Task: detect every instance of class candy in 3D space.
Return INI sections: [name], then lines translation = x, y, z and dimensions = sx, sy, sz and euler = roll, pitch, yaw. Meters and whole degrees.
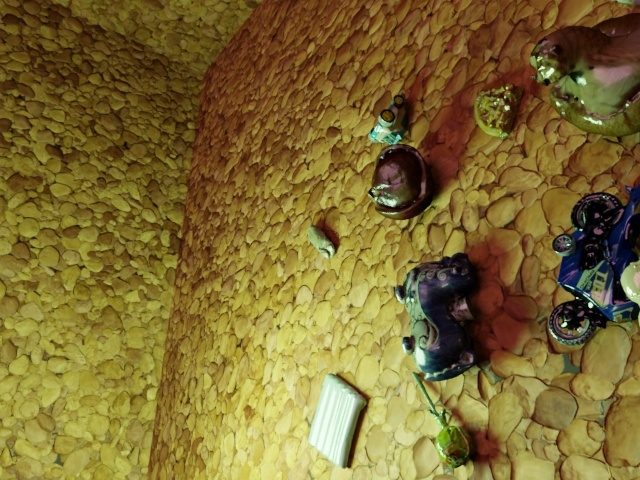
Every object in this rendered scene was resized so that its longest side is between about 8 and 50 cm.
[candy]
translation = 0.258, 0.383, 1.247
dimensions = 0.077, 0.073, 0.262
euler = -41, 31, 10

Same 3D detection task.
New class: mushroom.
[mushroom]
translation = 0.557, -0.328, 1.067
dimensions = 0.267, 0.255, 0.267
euler = -6, 78, 29

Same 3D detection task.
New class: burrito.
[burrito]
translation = -0.001, -0.001, 1.851
dimensions = 0.058, 0.045, 0.188
euler = -55, 32, 10

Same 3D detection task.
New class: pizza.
[pizza]
translation = 0.432, -0.334, 1.383
dimensions = 0.134, 0.046, 0.175
euler = -53, 35, 25

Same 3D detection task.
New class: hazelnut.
[hazelnut]
translation = 0.217, -0.149, 1.498
dimensions = 0.170, 0.161, 0.201
euler = -43, 35, 34

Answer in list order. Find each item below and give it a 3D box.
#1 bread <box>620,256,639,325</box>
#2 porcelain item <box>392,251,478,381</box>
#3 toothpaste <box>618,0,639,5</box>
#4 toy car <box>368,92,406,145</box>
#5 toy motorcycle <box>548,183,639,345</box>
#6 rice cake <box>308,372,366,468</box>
[bread]
translation = 0.583, 0.094, 0.841
dimensions = 0.251, 0.039, 0.181
euler = 33, 98, 33
[porcelain item]
translation = 0.280, 0.169, 1.274
dimensions = 0.186, 0.138, 0.287
euler = -26, 46, 26
[toothpaste]
translation = 0.665, -0.489, 1.136
dimensions = 0.048, 0.031, 0.190
euler = -59, 36, 11
[toy car]
translation = 0.223, -0.353, 1.692
dimensions = 0.161, 0.098, 0.126
euler = -51, -1, -26
[toy motorcycle]
translation = 0.512, 0.043, 1.003
dimensions = 0.169, 0.113, 0.315
euler = 1, 66, 46
[rice cake]
translation = 0.042, 0.483, 1.525
dimensions = 0.189, 0.037, 0.198
euler = 18, 88, 58
